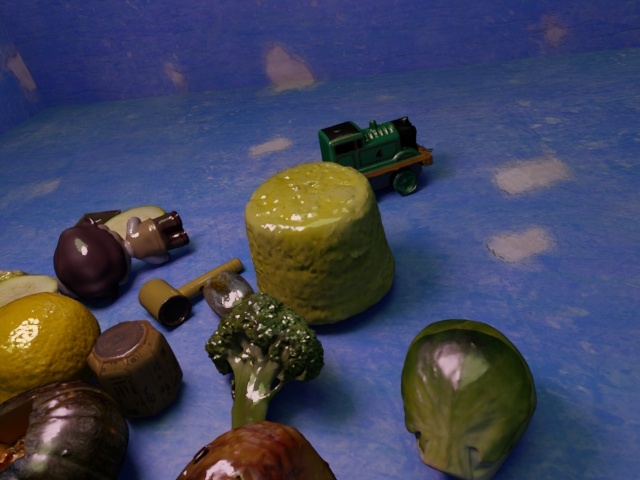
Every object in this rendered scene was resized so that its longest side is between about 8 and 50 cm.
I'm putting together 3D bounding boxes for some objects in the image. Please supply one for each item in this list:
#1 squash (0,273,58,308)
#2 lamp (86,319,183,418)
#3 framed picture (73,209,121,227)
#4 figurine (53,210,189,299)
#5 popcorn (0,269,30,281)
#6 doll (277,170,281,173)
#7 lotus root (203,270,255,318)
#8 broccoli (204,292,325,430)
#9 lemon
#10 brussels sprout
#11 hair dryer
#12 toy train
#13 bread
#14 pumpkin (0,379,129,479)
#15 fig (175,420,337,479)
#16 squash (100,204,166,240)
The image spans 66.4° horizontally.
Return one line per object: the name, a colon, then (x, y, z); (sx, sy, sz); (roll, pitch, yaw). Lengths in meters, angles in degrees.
squash: (-0.785, 0.167, 1.256); (0.220, 0.133, 0.220); (2, 4, 0)
lamp: (-0.381, 0.266, 1.016); (0.161, 0.185, 0.161); (-8, 35, 6)
framed picture: (-0.817, -0.074, 1.784); (0.149, 0.011, 0.109); (-5, 35, 11)
figurine: (-0.582, 0.021, 1.413); (0.206, 0.218, 0.365); (21, 41, 41)
popcorn: (-0.897, 0.148, 1.394); (0.142, 0.135, 0.162); (16, 5, 28)
doll: (-0.101, -0.184, 1.620); (0.190, 0.115, 0.050); (-22, 35, -16)
lotus root: (-0.219, 0.146, 1.219); (0.113, 0.088, 0.192); (-27, 43, -23)
broccoli: (-0.092, 0.251, 0.973); (0.254, 0.186, 0.302); (-43, 54, 17)
lemon: (-0.614, 0.239, 1.072); (0.254, 0.253, 0.310); (-10, 30, 4)
brussels sprout: (0.242, 0.263, 0.821); (0.220, 0.210, 0.271); (1, 52, 27)
hair dryer: (-0.336, 0.119, 1.313); (0.279, 0.090, 0.135); (-30, 36, -33)
toy train: (0.153, -0.261, 1.527); (0.430, 0.249, 0.178); (-19, 35, -8)
bread: (0.000, 0.000, 1.163); (0.349, 0.307, 0.348); (-6, 36, 4)
pumpkin: (-0.485, 0.393, 0.844); (0.321, 0.192, 0.320); (-17, 40, 15)
fig: (-0.151, 0.436, 0.682); (0.369, 0.286, 0.286); (-31, 33, 13)
squash: (-0.639, -0.034, 1.647); (0.252, 0.048, 0.252); (-10, 35, 8)
